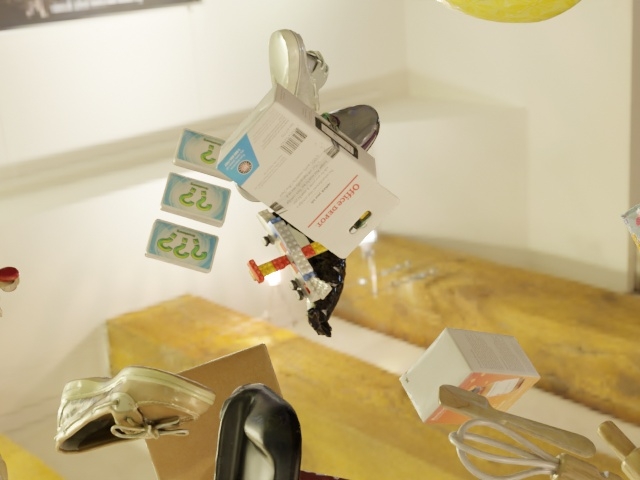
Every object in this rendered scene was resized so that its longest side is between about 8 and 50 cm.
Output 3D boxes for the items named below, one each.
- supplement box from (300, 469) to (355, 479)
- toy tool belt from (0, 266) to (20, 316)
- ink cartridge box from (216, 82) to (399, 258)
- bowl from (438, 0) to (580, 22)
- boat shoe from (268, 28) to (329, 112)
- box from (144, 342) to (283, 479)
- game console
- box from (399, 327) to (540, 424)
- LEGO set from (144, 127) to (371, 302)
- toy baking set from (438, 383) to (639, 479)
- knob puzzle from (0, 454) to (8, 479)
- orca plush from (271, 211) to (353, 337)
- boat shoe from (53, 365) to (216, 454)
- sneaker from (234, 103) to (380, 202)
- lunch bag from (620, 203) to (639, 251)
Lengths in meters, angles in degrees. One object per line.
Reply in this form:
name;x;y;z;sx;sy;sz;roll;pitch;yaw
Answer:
supplement box;-0.048;0.493;1.779;0.194;0.129;0.191;6;-161;23
toy tool belt;-0.292;0.048;0.881;0.083;0.051;0.052;-2;-148;-3
ink cartridge box;-0.005;-0.034;0.534;0.083;0.048;0.028;37;-157;-18
bowl;0.132;-0.340;0.972;0.156;0.289;0.289;-13;-160;-31
boat shoe;-0.030;-0.256;1.593;0.081;0.079;0.227;-21;160;-9
box;-0.146;0.252;1.453;0.201;0.164;0.021;-19;176;-3
game console;-0.045;0.278;0.665;0.044;0.361;0.213;3;-175;-30
box;0.237;0.219;1.660;0.170;0.130;0.091;10;-141;-41
LEGO set;-0.061;-0.031;1.206;0.244;0.060;0.182;17;-123;-9
toy baking set;0.205;0.190;0.807;0.197;0.030;0.256;5;-147;-32
knob puzzle;-0.526;0.354;1.589;0.030;0.213;0.213;-21;-161;2
orca plush;0.000;0.000;1.635;0.102;0.151;0.287;-38;-146;35
boat shoe;-0.233;0.218;1.293;0.104;0.089;0.285;32;149;-31
sneaker;-0.018;-0.133;1.418;0.224;0.098;0.083;-30;-117;-9
lunch bag;0.318;-0.006;0.929;0.083;0.071;0.053;-14;163;-35
